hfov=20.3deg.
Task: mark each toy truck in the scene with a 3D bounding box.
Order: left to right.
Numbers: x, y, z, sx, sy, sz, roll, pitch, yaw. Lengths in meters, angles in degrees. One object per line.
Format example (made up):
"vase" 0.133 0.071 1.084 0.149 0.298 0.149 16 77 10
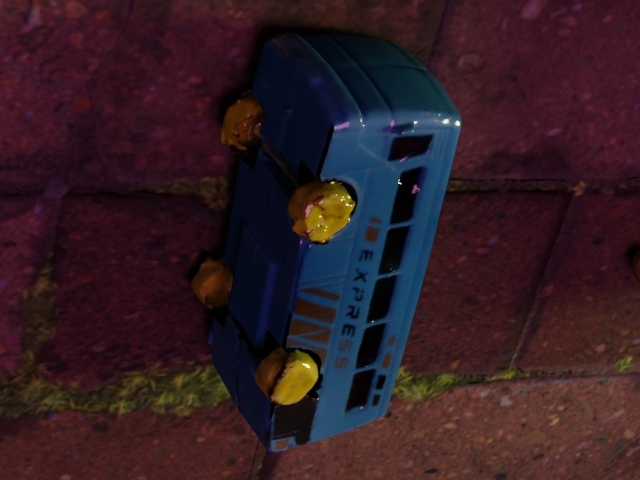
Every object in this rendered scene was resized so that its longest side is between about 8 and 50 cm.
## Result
"toy truck" 0.000 0.000 1.560 0.162 0.161 0.385 -12 133 -27

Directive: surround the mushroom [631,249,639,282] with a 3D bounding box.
"mushroom" 0.364 -0.081 1.709 0.068 0.043 0.306 -21 138 -39
